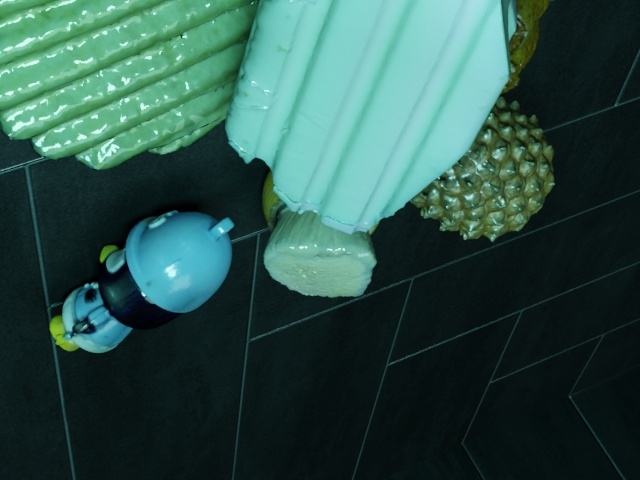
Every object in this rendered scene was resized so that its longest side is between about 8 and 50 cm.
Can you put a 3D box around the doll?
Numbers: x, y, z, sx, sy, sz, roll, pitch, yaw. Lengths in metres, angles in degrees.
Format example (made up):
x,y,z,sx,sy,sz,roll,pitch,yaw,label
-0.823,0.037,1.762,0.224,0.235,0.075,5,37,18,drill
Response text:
x,y,z,sx,sy,sz,roll,pitch,yaw,label
-0.238,0.052,1.706,0.314,0.141,0.177,-31,-174,24,doll

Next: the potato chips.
x,y,z,sx,sy,sz,roll,pitch,yaw,label
-0.176,-0.225,1.394,0.429,0.070,0.358,-26,148,-13,potato chips

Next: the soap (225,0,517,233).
x,y,z,sx,sy,sz,roll,pitch,yaw,label
0.059,-0.203,1.311,0.261,0.156,0.446,19,140,-3,soap

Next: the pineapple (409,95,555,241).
x,y,z,sx,sy,sz,roll,pitch,yaw,label
0.164,-0.134,1.724,0.223,0.223,0.357,-43,143,22,pineapple

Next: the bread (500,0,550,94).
x,y,z,sx,sy,sz,roll,pitch,yaw,label
0.150,-0.282,1.426,0.135,0.246,0.232,-46,170,-28,bread

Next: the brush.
x,y,z,sx,sy,sz,roll,pitch,yaw,label
0.000,0.000,1.772,0.174,0.166,0.267,4,155,-3,brush
